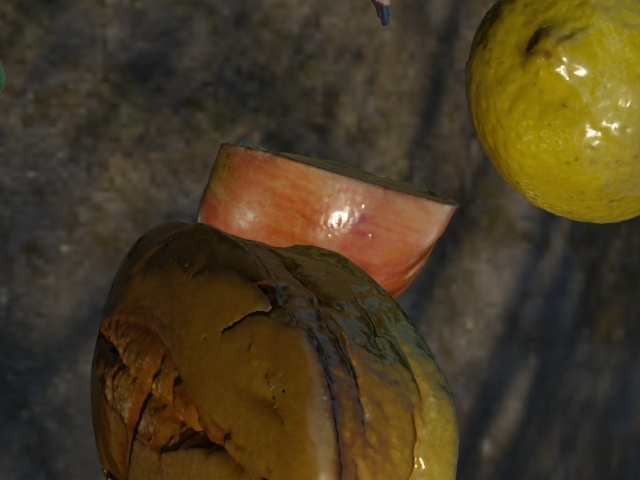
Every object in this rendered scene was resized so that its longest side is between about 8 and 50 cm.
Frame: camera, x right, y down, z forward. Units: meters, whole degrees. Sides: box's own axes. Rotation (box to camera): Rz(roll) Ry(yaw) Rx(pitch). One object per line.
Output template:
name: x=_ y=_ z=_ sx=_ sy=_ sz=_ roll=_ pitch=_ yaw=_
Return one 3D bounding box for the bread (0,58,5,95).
bread: x=-0.394 y=-0.158 z=1.899 sx=0.111 sy=0.129 sz=0.114 roll=-96 pitch=-150 yaw=-46

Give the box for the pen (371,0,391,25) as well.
pen: x=0.055 y=-0.324 z=2.055 sx=0.032 sy=0.053 sz=0.197 roll=-65 pitch=148 yaw=-51

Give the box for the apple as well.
apple: x=0.000 y=0.000 z=1.902 sx=0.293 sy=0.251 sz=0.163 roll=-37 pitch=143 yaw=-83

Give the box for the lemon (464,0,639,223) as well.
lemon: x=0.271 y=-0.143 z=1.810 sx=0.310 sy=0.253 sz=0.253 roll=35 pitch=59 yaw=-60

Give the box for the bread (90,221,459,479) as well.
bread: x=-0.040 y=0.096 z=1.054 sx=0.142 sy=0.269 sz=0.195 roll=4 pitch=110 yaw=-35
